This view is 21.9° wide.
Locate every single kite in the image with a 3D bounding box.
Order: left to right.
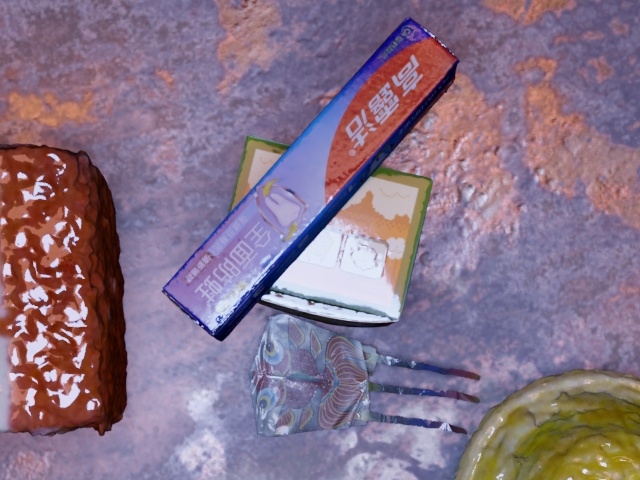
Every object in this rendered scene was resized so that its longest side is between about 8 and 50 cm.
[{"bbox_3d":[0.043,0.150,1.646,0.229,0.016,0.127,11,104,-1],"label":"kite"}]

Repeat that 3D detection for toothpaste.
[{"bbox_3d":[-0.006,-0.051,1.442,0.066,0.076,0.320,40,84,6],"label":"toothpaste"}]

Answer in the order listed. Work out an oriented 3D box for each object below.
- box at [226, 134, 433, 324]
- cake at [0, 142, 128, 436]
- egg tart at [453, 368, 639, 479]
[{"bbox_3d":[0.000,0.000,1.575,0.177,0.195,0.148,13,86,0],"label":"box"},{"bbox_3d":[-0.347,0.050,1.531,0.319,0.269,0.270,-3,86,-2],"label":"cake"},{"bbox_3d":[0.278,0.268,1.544,0.319,0.128,0.319,1,80,-5],"label":"egg tart"}]
